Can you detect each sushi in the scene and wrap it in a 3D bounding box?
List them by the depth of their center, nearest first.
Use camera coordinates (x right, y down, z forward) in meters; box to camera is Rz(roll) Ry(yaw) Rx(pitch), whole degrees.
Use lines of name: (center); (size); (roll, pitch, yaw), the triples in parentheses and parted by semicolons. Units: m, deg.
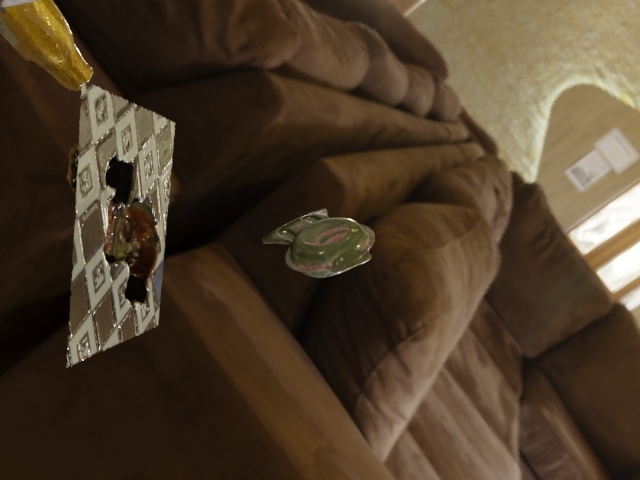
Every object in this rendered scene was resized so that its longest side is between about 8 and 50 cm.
sushi: (-0.254, -0.021, 1.017); (0.292, 0.059, 0.294); (-10, 106, -81)

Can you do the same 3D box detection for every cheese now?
cheese: (0.000, 0.000, 0.642); (0.120, 0.067, 0.026); (34, -34, 63)

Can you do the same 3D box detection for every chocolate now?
chocolate: (-0.337, -0.258, 1.012); (0.086, 0.085, 0.219); (64, 5, 37)

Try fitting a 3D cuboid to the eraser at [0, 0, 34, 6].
eraser: (-0.158, -0.308, 0.724); (0.095, 0.270, 0.174); (31, -45, 59)
